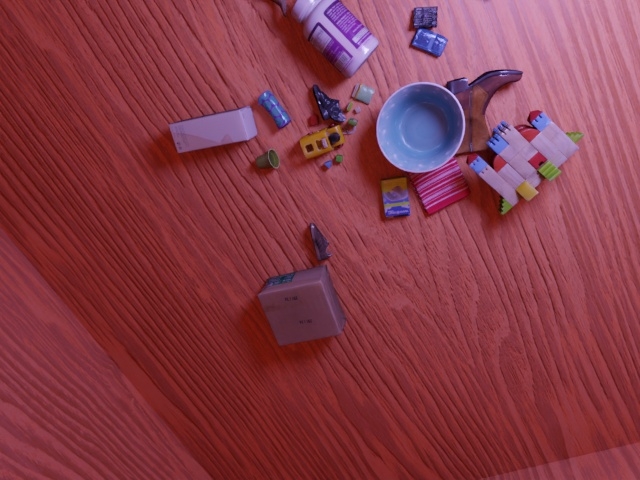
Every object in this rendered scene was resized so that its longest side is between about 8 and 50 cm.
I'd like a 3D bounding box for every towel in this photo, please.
[{"bbox_3d":[0.394,-0.720,1.490,0.119,0.029,0.067,23,114,0],"label":"towel"},{"bbox_3d":[0.466,-0.260,1.672,0.198,0.031,0.275,-26,106,18],"label":"towel"}]

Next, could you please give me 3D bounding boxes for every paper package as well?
[{"bbox_3d":[-0.082,0.304,1.931,0.324,0.168,0.310,-14,108,16],"label":"paper package"}]

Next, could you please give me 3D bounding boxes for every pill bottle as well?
[{"bbox_3d":[0.047,-0.743,1.465,0.301,0.169,0.169,42,113,-9],"label":"pill bottle"}]

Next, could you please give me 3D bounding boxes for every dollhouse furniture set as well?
[{"bbox_3d":[0.148,-0.526,1.598,0.076,0.059,0.152,23,115,-1],"label":"dollhouse furniture set"}]

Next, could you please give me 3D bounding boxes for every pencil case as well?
[{"bbox_3d":[-0.186,-0.522,1.655,0.070,0.064,0.152,-38,102,5],"label":"pencil case"}]

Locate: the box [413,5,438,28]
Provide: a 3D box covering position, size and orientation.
[{"bbox_3d":[0.371,-0.789,1.458,0.083,0.018,0.067,1,90,9],"label":"box"}]

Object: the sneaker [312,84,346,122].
[{"bbox_3d":[0.035,-0.538,1.618,0.089,0.051,0.170,-20,95,-2],"label":"sneaker"}]

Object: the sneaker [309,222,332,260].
[{"bbox_3d":[0.000,0.000,1.854,0.071,0.066,0.189,-15,116,-2],"label":"sneaker"}]

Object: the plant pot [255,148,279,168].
[{"bbox_3d":[-0.228,-0.336,1.739,0.079,0.083,0.083,-11,111,26],"label":"plant pot"}]

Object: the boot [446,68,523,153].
[{"bbox_3d":[0.611,-0.471,1.524,0.263,0.096,0.281,-11,112,11],"label":"boot"}]

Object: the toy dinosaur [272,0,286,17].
[{"bbox_3d":[-0.190,-0.946,1.452,0.200,0.127,0.296,-3,125,19],"label":"toy dinosaur"}]

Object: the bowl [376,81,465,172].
[{"bbox_3d":[0.377,-0.418,1.529,0.311,0.163,0.312,7,109,21],"label":"bowl"}]

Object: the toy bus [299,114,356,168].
[{"bbox_3d":[0.017,-0.397,1.651,0.190,0.104,0.202,24,115,-1],"label":"toy bus"}]

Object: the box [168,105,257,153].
[{"bbox_3d":[-0.433,-0.453,1.684,0.310,0.148,0.121,-7,112,14],"label":"box"}]

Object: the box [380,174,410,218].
[{"bbox_3d":[0.316,-0.176,1.727,0.108,0.042,0.178,-7,110,13],"label":"box"}]

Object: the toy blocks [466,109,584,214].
[{"bbox_3d":[0.717,-0.322,1.506,0.261,0.191,0.381,39,113,-11],"label":"toy blocks"}]
